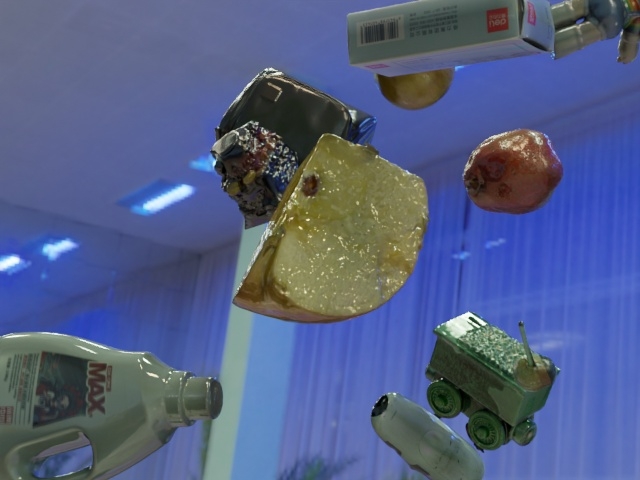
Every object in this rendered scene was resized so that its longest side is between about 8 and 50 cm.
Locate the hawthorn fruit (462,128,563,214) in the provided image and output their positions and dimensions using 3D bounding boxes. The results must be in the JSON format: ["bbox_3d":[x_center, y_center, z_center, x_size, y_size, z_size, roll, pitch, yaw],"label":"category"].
[{"bbox_3d":[0.438,-0.158,2.463,0.262,0.210,0.210,-10,-9,-27],"label":"hawthorn fruit"}]

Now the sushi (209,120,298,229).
[{"bbox_3d":[-0.133,-0.144,2.025,0.150,0.172,0.153,38,-34,-30],"label":"sushi"}]

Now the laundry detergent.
[{"bbox_3d":[-0.349,0.271,1.627,0.398,0.263,0.125,-4,-19,16],"label":"laundry detergent"}]

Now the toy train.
[{"bbox_3d":[0.331,0.290,2.077,0.266,0.201,0.145,34,35,33],"label":"toy train"}]

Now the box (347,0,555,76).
[{"bbox_3d":[0.183,-0.291,1.458,0.269,0.079,0.135,-3,-1,31],"label":"box"}]

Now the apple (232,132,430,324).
[{"bbox_3d":[0.000,0.000,1.699,0.314,0.309,0.252,9,-23,33],"label":"apple"}]

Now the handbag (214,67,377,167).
[{"bbox_3d":[-0.050,-0.249,2.224,0.302,0.177,0.275,28,26,8],"label":"handbag"}]

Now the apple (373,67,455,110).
[{"bbox_3d":[0.195,-0.362,2.189,0.155,0.182,0.182,34,-28,-25],"label":"apple"}]

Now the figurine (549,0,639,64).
[{"bbox_3d":[0.587,-0.414,1.826,0.382,0.224,0.205,-31,-21,-1],"label":"figurine"}]

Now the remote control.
[{"bbox_3d":[0.186,0.349,1.762,0.256,0.097,0.045,37,-16,-18],"label":"remote control"}]

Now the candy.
[{"bbox_3d":[0.289,0.155,1.432,0.061,0.061,0.202,1,-28,18],"label":"candy"}]
